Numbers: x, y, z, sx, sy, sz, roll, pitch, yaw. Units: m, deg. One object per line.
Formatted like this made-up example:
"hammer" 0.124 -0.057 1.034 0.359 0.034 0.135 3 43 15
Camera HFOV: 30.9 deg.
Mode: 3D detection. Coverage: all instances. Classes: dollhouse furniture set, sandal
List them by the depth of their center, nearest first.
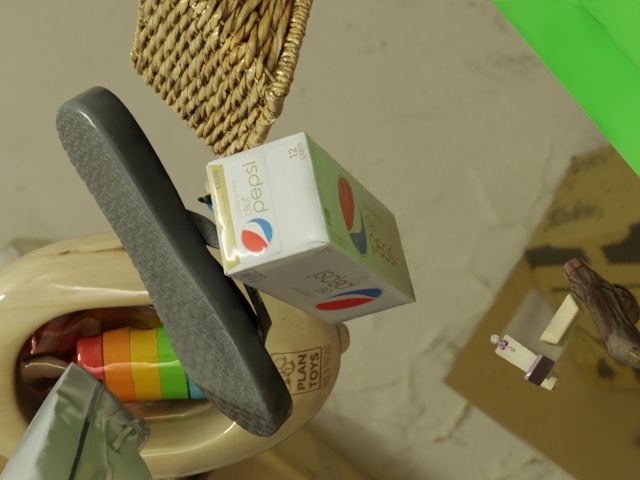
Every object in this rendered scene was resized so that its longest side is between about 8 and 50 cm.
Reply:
"sandal" -0.078 0.014 0.737 0.054 0.255 0.097 -34 16 -28
"dollhouse furniture set" 0.268 0.110 1.408 0.081 0.091 0.114 35 94 37

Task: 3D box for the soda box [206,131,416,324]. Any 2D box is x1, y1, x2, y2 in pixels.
"soda box" 0.000 0.000 0.769 0.069 0.074 0.216 -16 -17 14

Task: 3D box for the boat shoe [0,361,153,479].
"boat shoe" -0.135 0.138 0.663 0.095 0.084 0.258 -56 9 9

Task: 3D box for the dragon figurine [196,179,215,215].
"dragon figurine" -0.107 -0.020 1.713 0.085 0.144 0.289 -33 21 -18

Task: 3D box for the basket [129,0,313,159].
"basket" -0.075 -0.248 1.392 0.213 0.223 0.299 -42 -5 -21

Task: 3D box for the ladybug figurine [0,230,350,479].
"ladybug figurine" -0.193 0.116 1.305 0.162 0.449 0.305 -105 16 -65

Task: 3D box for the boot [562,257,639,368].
"boot" 0.256 0.075 0.974 0.037 0.106 0.114 -48 32 17

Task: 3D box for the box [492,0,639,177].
"box" 0.265 -0.140 0.679 0.231 0.262 0.127 -33 -10 -23
